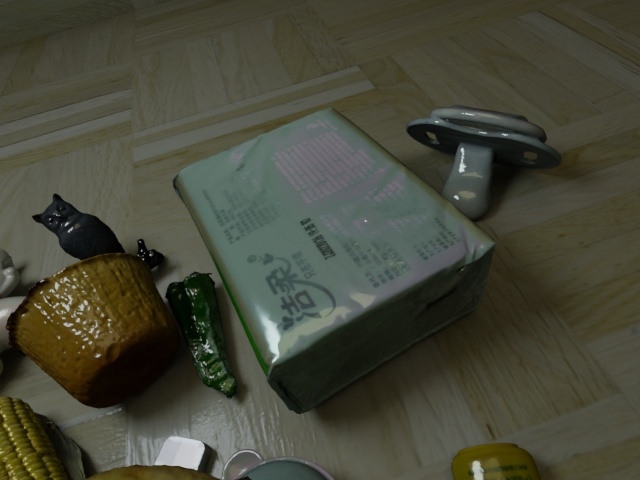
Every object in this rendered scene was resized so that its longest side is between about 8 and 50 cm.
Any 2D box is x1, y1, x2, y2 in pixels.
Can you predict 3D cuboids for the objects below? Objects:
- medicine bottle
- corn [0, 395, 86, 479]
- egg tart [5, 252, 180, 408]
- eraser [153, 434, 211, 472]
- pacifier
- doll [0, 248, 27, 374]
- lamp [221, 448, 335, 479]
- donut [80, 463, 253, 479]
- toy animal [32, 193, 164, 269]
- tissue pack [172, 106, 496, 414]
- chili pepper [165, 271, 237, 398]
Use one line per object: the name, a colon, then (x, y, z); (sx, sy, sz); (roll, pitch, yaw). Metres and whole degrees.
medicine bottle: (0.208, 0.349, 0.405); (0.095, 0.064, 0.260); (-8, 51, 5)
corn: (-0.388, 0.326, 0.518); (0.305, 0.122, 0.123); (33, 80, 34)
egg tart: (-0.320, 0.133, 0.607); (0.171, 0.215, 0.215); (39, 66, 22)
eraser: (-0.193, 0.319, 0.535); (0.065, 0.026, 0.105); (2, 52, 17)
pacifier: (0.276, -0.139, 0.748); (0.279, 0.227, 0.207); (20, 97, 25)
doll: (-0.614, 0.134, 0.718); (0.272, 0.143, 0.208); (30, 41, 27)
lamp: (-0.024, 0.338, 0.434); (0.246, 0.107, 0.179); (10, 58, 19)
donut: (-0.179, 0.383, 0.278); (0.436, 0.163, 0.377); (-8, 76, -4)
toy animal: (-0.411, 0.002, 0.752); (0.210, 0.117, 0.121); (45, 70, -11)
tissue pack: (0.000, 0.000, 0.642); (0.332, 0.205, 0.405); (-28, 52, -11)
chili pepper: (-0.180, 0.152, 0.652); (0.088, 0.059, 0.226); (-25, 52, -15)
